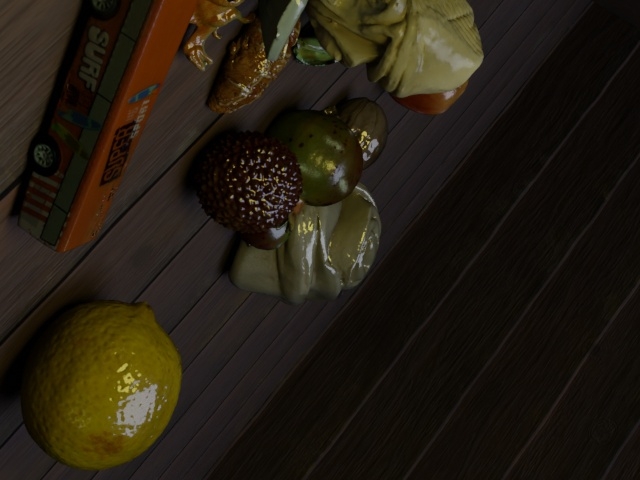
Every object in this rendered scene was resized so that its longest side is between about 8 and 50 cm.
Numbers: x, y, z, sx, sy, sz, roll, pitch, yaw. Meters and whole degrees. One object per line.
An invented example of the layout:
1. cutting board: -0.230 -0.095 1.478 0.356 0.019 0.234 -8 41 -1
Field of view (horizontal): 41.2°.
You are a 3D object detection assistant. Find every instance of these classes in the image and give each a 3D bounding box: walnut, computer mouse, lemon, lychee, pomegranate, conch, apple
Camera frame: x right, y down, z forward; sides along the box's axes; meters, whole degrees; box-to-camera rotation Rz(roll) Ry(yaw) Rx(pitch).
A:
1. walnut: 0.076 -0.230 1.852 0.140 0.140 0.162 -24 141 -64
2. computer mouse: -0.048 -0.352 1.175 0.128 0.079 0.231 121 -14 -45
3. lemon: -0.345 0.228 1.350 0.267 0.267 0.267 -50 166 -18
4. lychee: -0.124 -0.102 1.442 0.188 0.188 0.188 -50 166 -18
5. pomegranate: -0.112 -0.060 1.700 0.129 0.129 0.159 -16 116 -68
6. pomegranate: -0.024 -0.136 1.607 0.198 0.198 0.246 107 6 -53
7. conch: 0.025 -0.354 1.529 0.201 0.079 0.095 -22 163 -34
8. apple: 0.254 -0.380 2.002 0.199 0.199 0.199 -50 166 -18

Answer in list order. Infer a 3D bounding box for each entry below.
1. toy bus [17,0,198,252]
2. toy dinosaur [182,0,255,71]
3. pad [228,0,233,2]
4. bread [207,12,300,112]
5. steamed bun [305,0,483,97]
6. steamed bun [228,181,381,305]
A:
1. toy bus: -0.255 -0.169 1.009 0.409 0.092 0.093 -60 168 27
2. toy dinosaur: -0.148 -0.327 1.098 0.142 0.057 0.212 -36 145 -3
3. pad: -0.065 -0.478 1.017 0.375 0.063 0.315 -64 167 -13
4. bread: -0.090 -0.287 1.311 0.233 0.076 0.105 -58 168 9
5. steamed bun: 0.105 -0.362 1.348 0.203 0.289 0.276 -30 -151 36
6. steamed bun: 0.000 0.000 1.927 0.342 0.255 0.368 -62 166 21
